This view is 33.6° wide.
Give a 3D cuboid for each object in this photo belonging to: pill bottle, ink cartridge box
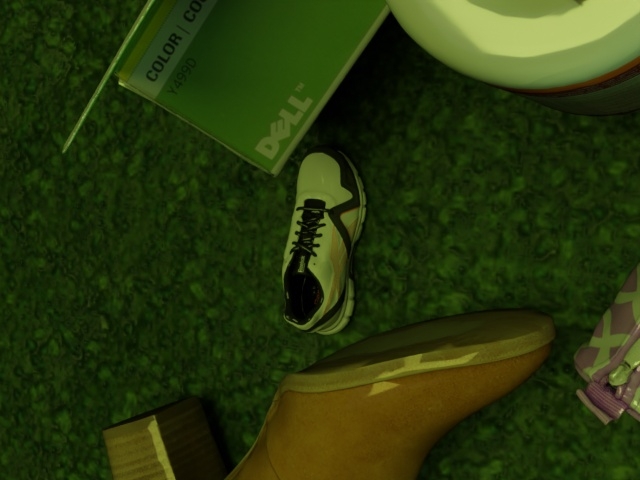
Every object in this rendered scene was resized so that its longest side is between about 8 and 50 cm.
[{"bbox_3d":[0.111,-0.114,0.438,0.121,0.221,0.121,1,93,24],"label":"pill bottle"},{"bbox_3d":[-0.009,-0.122,0.471,0.097,0.255,0.188,32,108,-12],"label":"ink cartridge box"}]

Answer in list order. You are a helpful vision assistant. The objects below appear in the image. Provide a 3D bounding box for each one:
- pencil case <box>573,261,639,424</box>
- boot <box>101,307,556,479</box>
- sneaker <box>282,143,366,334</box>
[{"bbox_3d":[0.190,-0.002,0.480,0.086,0.088,0.206,40,107,50],"label":"pencil case"},{"bbox_3d":[0.020,0.167,0.569,0.295,0.104,0.211,-21,88,29],"label":"boot"},{"bbox_3d":[0.000,0.000,0.594,0.040,0.044,0.109,0,90,27],"label":"sneaker"}]
